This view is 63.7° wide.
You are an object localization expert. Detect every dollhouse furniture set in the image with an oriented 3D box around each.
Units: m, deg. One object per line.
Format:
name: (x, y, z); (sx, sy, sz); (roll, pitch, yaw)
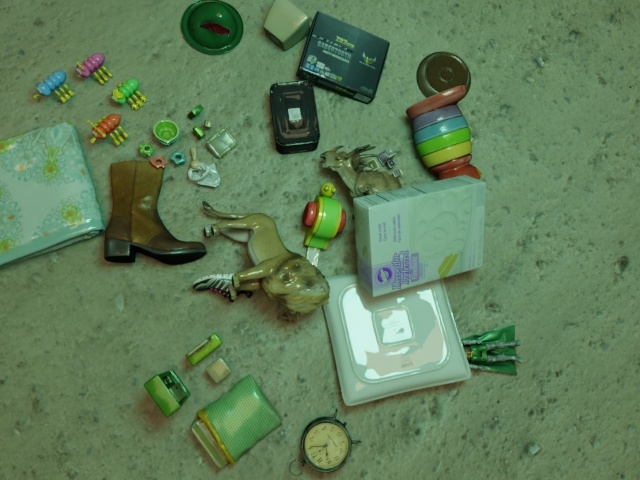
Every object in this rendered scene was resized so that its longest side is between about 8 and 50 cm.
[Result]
dollhouse furniture set: (0.167, -0.203, 1.441); (0.114, 0.081, 0.091); (-29, 85, -8)
dollhouse furniture set: (-0.253, 0.407, 1.283); (0.197, 0.151, 0.302); (-37, 87, -9)
dollhouse furniture set: (-0.308, -0.303, 1.444); (0.076, 0.058, 0.152); (-44, 107, -17)

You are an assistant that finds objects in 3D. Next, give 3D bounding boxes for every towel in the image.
towel: (-0.786, -0.111, 1.343); (0.374, 0.090, 0.321); (-19, 85, -8)

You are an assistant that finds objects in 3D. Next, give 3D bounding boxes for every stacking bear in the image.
stacking bear: (0.356, -0.252, 1.432); (0.164, 0.175, 0.289); (-18, 92, 7)

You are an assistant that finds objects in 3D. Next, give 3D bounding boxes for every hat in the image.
hat: (-0.294, -0.627, 1.409); (0.208, 0.183, 0.173); (27, 80, -1)

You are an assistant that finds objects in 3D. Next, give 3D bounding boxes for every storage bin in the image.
storage bin: (-0.073, -0.342, 1.440); (0.121, 0.084, 0.180); (-7, 82, -6)

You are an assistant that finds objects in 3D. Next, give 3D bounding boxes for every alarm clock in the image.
alarm clock: (-0.002, 0.536, 1.331); (0.192, 0.064, 0.129); (-36, 87, -11)

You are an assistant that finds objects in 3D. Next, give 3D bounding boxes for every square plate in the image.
square plate: (0.195, 0.229, 1.372); (0.346, 0.049, 0.345); (-11, 73, -5)

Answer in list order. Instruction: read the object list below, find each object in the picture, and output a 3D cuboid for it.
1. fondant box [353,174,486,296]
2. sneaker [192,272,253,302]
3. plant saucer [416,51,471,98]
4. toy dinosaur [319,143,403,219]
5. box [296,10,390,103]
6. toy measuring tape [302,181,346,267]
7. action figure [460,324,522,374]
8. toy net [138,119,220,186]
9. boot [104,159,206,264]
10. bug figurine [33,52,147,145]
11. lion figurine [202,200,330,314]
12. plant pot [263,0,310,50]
fondant box: (0.255, -0.016, 1.308); (0.329, 0.096, 0.239); (-13, 114, -17)
sneaker: (-0.253, 0.128, 1.367); (0.170, 0.063, 0.075); (-4, 76, -10)
plant saucer: (0.369, -0.487, 1.527); (0.168, 0.029, 0.169); (1, 83, -4)
toy dinosaur: (0.149, -0.152, 1.395); (0.295, 0.127, 0.201); (24, 50, -26)
box: (0.066, -0.519, 1.471); (0.232, 0.059, 0.184); (19, 80, -14)
toy measuring tape: (0.000, 0.000, 1.377); (0.121, 0.121, 0.331); (11, 80, -3)
action figure: (0.426, 0.307, 1.405); (0.231, 0.063, 0.137); (-4, 85, -2)
toy net: (-0.376, -0.221, 1.401); (0.232, 0.045, 0.122); (39, 63, 2)
boot: (-0.437, -0.079, 1.389); (0.263, 0.096, 0.281); (-1, 70, -4)
bug figurine: (-0.616, -0.398, 1.393); (0.279, 0.072, 0.216); (37, 71, 1)
lion figurine: (-0.144, 0.026, 1.331); (0.240, 0.142, 0.392); (-14, 61, -23)
plant pot: (-0.102, -0.611, 1.469); (0.109, 0.109, 0.096); (40, 91, 1)
